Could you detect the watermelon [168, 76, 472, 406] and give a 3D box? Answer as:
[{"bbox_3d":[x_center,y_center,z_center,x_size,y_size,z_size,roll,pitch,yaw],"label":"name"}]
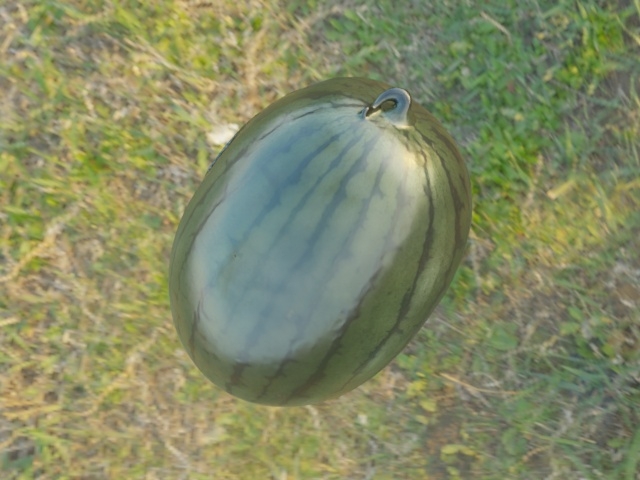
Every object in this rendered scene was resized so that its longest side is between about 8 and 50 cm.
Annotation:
[{"bbox_3d":[0.000,0.000,0.354,0.078,0.078,0.111,52,122,23],"label":"watermelon"}]
